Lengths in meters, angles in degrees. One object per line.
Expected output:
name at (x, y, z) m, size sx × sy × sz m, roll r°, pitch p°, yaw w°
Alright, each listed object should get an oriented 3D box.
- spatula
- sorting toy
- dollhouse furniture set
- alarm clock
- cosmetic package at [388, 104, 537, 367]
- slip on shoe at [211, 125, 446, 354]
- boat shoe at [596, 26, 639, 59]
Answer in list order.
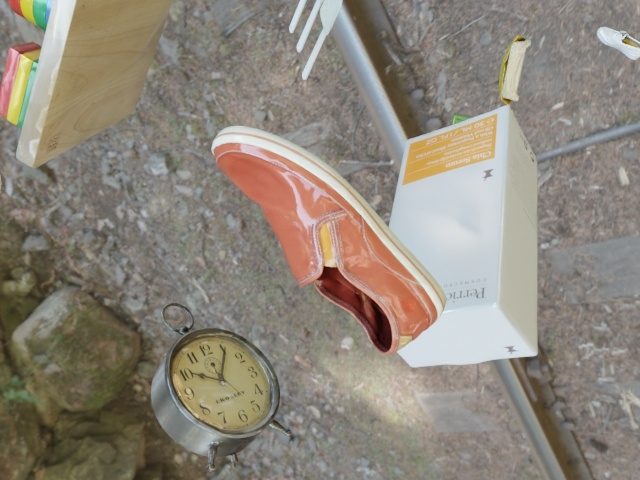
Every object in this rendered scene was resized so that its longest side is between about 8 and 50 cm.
spatula at (-0.014, -0.428, 1.084) m, size 0.242 × 0.019 × 0.168 m, roll 132°, pitch 127°, yaw -61°
sorting toy at (-0.294, -0.256, 0.716) m, size 0.089 × 0.257 × 0.256 m, roll 29°, pitch 119°, yaw -4°
dollhouse furniture set at (0.440, -0.386, 1.497) m, size 0.151 × 0.197 × 0.302 m, roll 11°, pitch 113°, yaw 13°
alarm clock at (-0.121, 0.145, 0.611) m, size 0.064 × 0.129 × 0.192 m, roll -50°, pitch 62°, yaw 34°
cosmetic package at (0.257, -0.014, 1.043) m, size 0.229 × 0.454 × 0.161 m, roll -15°, pitch 134°, yaw 35°
slip on shoe at (0.000, 0.000, 0.647) m, size 0.331 × 0.101 × 0.123 m, roll 44°, pitch 155°, yaw -6°
boat shoe at (0.604, -0.404, 1.145) m, size 0.100 × 0.035 × 0.035 m, roll 47°, pitch 168°, yaw 20°
